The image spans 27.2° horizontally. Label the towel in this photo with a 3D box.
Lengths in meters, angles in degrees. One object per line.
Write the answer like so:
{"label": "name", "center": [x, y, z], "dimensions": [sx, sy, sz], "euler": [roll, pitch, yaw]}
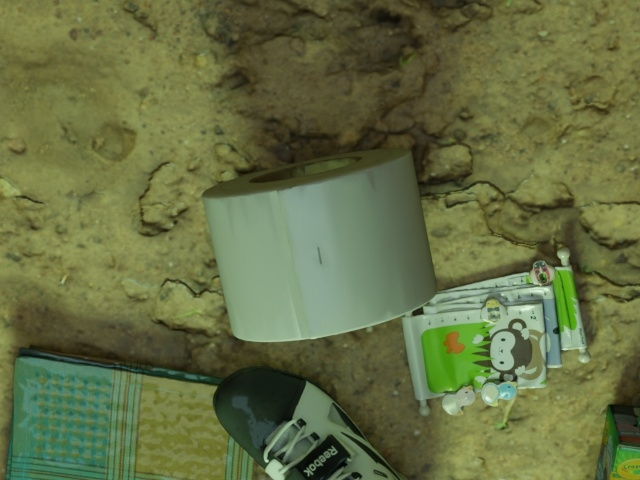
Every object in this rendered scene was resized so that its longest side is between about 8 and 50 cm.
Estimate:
{"label": "towel", "center": [-0.213, 0.289, 1.674], "dimensions": [0.370, 0.040, 0.272], "euler": [9, 101, -1]}

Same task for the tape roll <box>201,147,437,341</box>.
{"label": "tape roll", "center": [0.000, 0.000, 1.508], "dimensions": [0.246, 0.246, 0.169], "euler": [-11, 99, 5]}

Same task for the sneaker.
{"label": "sneaker", "center": [0.013, 0.276, 1.584], "dimensions": [0.330, 0.146, 0.122], "euler": [39, 96, -11]}

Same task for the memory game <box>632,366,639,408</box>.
{"label": "memory game", "center": [0.479, 0.198, 1.635], "dimensions": [0.186, 0.012, 0.186], "euler": [0, 100, 2]}

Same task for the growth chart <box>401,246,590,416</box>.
{"label": "growth chart", "center": [0.215, 0.121, 1.631], "dimensions": [0.237, 0.021, 0.172], "euler": [-18, 100, 6]}

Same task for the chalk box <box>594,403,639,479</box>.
{"label": "chalk box", "center": [0.404, 0.281, 1.581], "dimensions": [0.132, 0.132, 0.213], "euler": [7, 106, 5]}
